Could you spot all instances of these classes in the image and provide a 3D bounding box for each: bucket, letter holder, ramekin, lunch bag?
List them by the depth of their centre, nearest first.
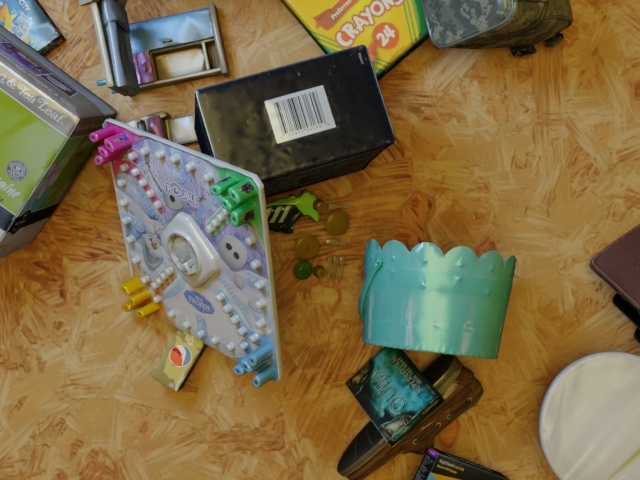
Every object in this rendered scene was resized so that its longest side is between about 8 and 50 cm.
[{"bbox_3d":[0.200,0.104,1.778,0.281,0.281,0.183,7,86,2],"label":"bucket"},{"bbox_3d":[0.318,-0.490,1.801,0.256,0.212,0.305,-11,86,-39],"label":"lunch bag"},{"bbox_3d":[0.521,0.332,1.833,0.273,0.127,0.273,0,89,2],"label":"ramekin"},{"bbox_3d":[0.675,0.051,1.834,0.302,0.214,0.152,-32,120,1],"label":"letter holder"}]

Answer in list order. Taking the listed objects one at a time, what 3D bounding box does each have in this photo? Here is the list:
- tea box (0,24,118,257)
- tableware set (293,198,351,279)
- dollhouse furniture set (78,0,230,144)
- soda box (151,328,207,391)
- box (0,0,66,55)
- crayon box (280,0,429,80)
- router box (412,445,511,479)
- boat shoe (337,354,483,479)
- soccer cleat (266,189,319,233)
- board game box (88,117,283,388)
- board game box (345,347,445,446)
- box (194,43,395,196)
[{"bbox_3d":[-0.603,-0.192,1.805,0.329,0.220,0.323,37,103,-1],"label":"tea box"},{"bbox_3d":[0.000,0.000,1.891,0.104,0.024,0.154,2,103,-21],"label":"tableware set"},{"bbox_3d":[-0.279,-0.314,1.781,0.198,0.303,0.286,-12,89,3],"label":"dollhouse furniture set"},{"bbox_3d":[-0.242,0.189,1.894,0.058,0.061,0.181,30,90,3],"label":"soda box"},{"bbox_3d":[-0.619,-0.431,1.923,0.159,0.044,0.233,-36,88,2],"label":"box"},{"bbox_3d":[0.048,-0.456,1.882,0.202,0.081,0.318,-41,88,2],"label":"crayon box"},{"bbox_3d":[0.246,0.465,1.844,0.179,0.046,0.133,24,90,-27],"label":"router box"},{"bbox_3d":[0.168,0.348,1.853,0.307,0.111,0.104,-43,104,8],"label":"boat shoe"},{"bbox_3d":[-0.088,-0.041,1.895,0.179,0.060,0.072,-15,96,0],"label":"soccer cleat"},{"bbox_3d":[-0.230,0.022,1.705,0.390,0.050,0.390,23,130,38],"label":"board game box"},{"bbox_3d":[0.131,0.273,1.829,0.126,0.186,0.026,-43,125,1],"label":"board game box"},{"bbox_3d":[-0.059,-0.188,1.756,0.296,0.294,0.183,-16,87,-9],"label":"box"}]
